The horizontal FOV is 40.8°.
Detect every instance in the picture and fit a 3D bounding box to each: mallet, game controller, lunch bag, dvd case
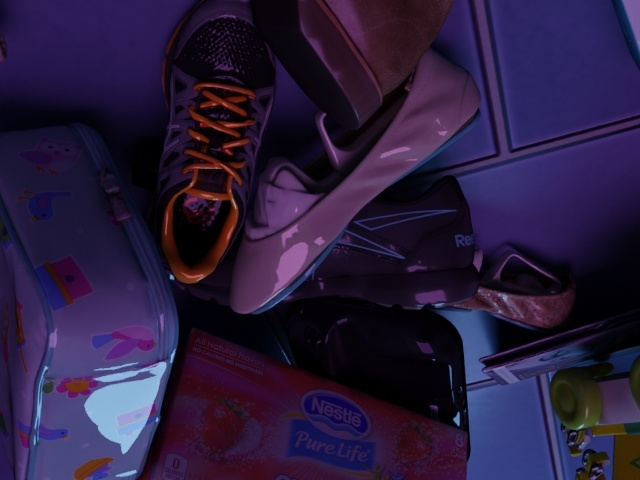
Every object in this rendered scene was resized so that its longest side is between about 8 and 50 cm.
[{"bbox_3d":[-0.125,0.011,0.711,0.062,0.039,0.190,2,115,-11],"label":"mallet"},{"bbox_3d":[0.067,0.158,0.881,0.166,0.067,0.319,0,142,12],"label":"game controller"},{"bbox_3d":[-0.199,0.054,0.661,0.107,0.224,0.279,-8,140,-29],"label":"lunch bag"},{"bbox_3d":[0.276,0.102,0.863,0.221,0.018,0.164,-19,161,13],"label":"dvd case"}]

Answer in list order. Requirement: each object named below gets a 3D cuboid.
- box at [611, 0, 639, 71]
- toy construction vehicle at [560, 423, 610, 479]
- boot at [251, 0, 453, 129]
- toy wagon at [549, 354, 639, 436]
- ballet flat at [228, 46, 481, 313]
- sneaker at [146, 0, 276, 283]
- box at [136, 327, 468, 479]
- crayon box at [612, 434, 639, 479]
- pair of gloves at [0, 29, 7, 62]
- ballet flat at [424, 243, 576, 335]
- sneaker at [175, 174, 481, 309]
[{"bbox_3d":[0.225,-0.208,0.551,0.100,0.060,0.244,-24,134,17],"label":"box"},{"bbox_3d":[0.320,0.257,1.031,0.035,0.086,0.098,-13,136,-3],"label":"toy construction vehicle"},{"bbox_3d":[-0.022,-0.215,0.511,0.115,0.112,0.305,-43,127,-7],"label":"boot"},{"bbox_3d":[0.350,0.130,0.800,0.267,0.068,0.344,-6,167,-20],"label":"toy wagon"},{"bbox_3d":[0.006,-0.051,0.637,0.248,0.086,0.086,-43,130,2],"label":"ballet flat"},{"bbox_3d":[-0.076,-0.066,0.617,0.084,0.083,0.215,6,111,-14],"label":"sneaker"},{"bbox_3d":[-0.023,0.220,0.803,0.300,0.154,0.142,24,138,-16],"label":"box"},{"bbox_3d":[0.542,0.266,0.904,0.363,0.106,0.313,25,151,-34],"label":"crayon box"},{"bbox_3d":[-0.329,-0.185,0.520,0.204,0.042,0.240,-13,134,11],"label":"pair of gloves"},{"bbox_3d":[0.151,0.036,0.806,0.206,0.073,0.067,12,106,-22],"label":"ballet flat"},{"bbox_3d":[0.000,0.000,0.732,0.267,0.101,0.106,-1,98,12],"label":"sneaker"}]
